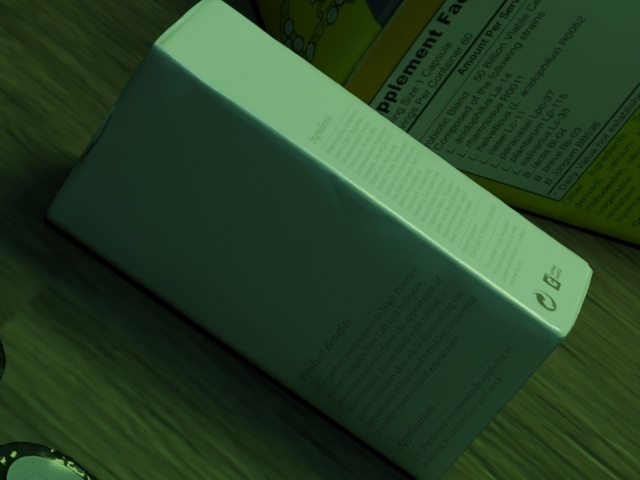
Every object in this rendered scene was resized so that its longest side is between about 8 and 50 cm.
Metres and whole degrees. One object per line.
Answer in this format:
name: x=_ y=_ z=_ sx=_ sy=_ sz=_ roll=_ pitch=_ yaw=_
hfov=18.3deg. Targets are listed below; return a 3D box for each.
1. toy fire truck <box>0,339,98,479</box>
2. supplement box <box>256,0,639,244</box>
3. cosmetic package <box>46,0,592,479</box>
toy fire truck: x=-0.186 y=0.129 z=0.584 sx=0.217 sy=0.158 sz=0.246 roll=52 pitch=23 yaw=23
supplement box: x=0.161 y=-0.145 z=1.232 sx=0.356 sy=0.194 sz=0.195 roll=16 pitch=37 yaw=-31
cosmetic package: x=0.000 y=0.000 z=0.951 sx=0.231 sy=0.117 sz=0.085 roll=37 pitch=30 yaw=-2
